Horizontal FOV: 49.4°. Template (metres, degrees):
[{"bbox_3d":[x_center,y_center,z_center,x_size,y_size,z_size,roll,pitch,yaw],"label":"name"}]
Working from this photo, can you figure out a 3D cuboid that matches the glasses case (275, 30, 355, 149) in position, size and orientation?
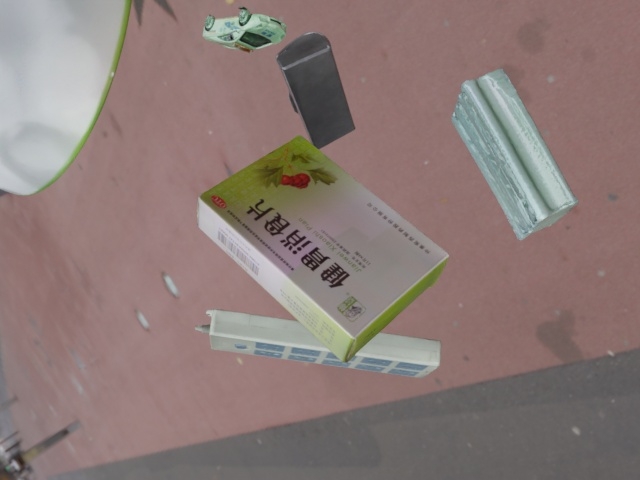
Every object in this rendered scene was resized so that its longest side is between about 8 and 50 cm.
[{"bbox_3d":[-0.004,-0.195,0.934,0.042,0.072,0.191,55,176,27],"label":"glasses case"}]

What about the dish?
[{"bbox_3d":[-0.298,-0.209,0.616,0.324,0.124,0.324,-9,78,45],"label":"dish"}]

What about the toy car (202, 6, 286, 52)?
[{"bbox_3d":[-0.138,-0.366,1.230,0.186,0.093,0.058,11,88,46],"label":"toy car"}]

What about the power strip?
[{"bbox_3d":[-0.003,0.154,1.033,0.367,0.043,0.106,8,158,-3],"label":"power strip"}]

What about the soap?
[{"bbox_3d":[0.243,-0.109,0.887,0.114,0.063,0.198,80,165,-77],"label":"soap"}]

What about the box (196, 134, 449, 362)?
[{"bbox_3d":[0.000,-0.001,0.843,0.260,0.175,0.062,41,146,19],"label":"box"}]
